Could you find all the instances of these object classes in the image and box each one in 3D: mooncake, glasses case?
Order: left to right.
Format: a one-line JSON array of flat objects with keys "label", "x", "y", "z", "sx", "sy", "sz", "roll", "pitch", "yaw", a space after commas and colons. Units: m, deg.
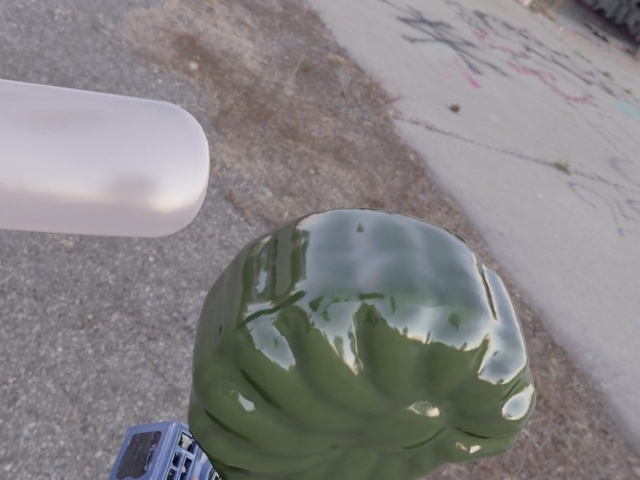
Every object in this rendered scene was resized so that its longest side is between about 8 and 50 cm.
[{"label": "glasses case", "x": -0.234, "y": -0.066, "z": 0.556, "sx": 0.297, "sy": 0.113, "sz": 0.075, "roll": 5, "pitch": 8, "yaw": -20}, {"label": "mooncake", "x": 0.035, "y": 0.138, "z": 0.750, "sx": 0.351, "sy": 0.351, "sz": 0.187, "roll": 24, "pitch": 33, "yaw": -15}]

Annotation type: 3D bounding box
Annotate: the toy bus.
[{"label": "toy bus", "x": -0.211, "y": 0.373, "z": 0.869, "sx": 0.133, "sy": 0.125, "sz": 0.292, "roll": 47, "pitch": 41, "yaw": -36}]
